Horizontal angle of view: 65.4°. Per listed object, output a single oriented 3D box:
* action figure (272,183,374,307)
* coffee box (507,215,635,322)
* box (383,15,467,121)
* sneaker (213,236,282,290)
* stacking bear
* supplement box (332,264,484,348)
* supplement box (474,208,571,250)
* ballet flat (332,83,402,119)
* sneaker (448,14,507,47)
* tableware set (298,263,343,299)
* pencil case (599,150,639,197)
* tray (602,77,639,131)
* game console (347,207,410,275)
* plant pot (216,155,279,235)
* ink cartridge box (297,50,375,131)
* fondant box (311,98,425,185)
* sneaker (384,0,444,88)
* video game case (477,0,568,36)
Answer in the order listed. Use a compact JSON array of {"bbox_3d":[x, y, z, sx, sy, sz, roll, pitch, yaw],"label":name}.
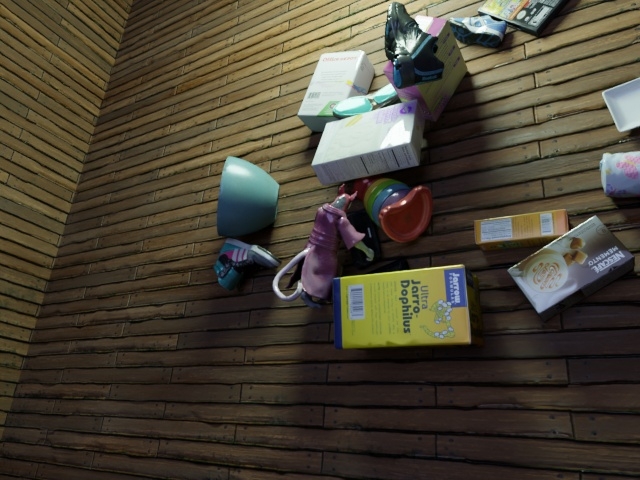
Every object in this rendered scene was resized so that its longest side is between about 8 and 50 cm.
[{"bbox_3d":[0.000,0.000,1.517,0.248,0.275,0.371,26,100,47],"label":"action figure"},{"bbox_3d":[0.615,0.073,1.231,0.246,0.098,0.141,-35,54,15],"label":"coffee box"},{"bbox_3d":[0.344,-0.551,1.611,0.117,0.243,0.214,29,86,38],"label":"box"},{"bbox_3d":[-0.278,0.100,1.776,0.295,0.123,0.179,14,71,45],"label":"sneaker"},{"bbox_3d":[0.202,-0.131,1.561,0.175,0.164,0.289,-33,40,-6],"label":"stacking bear"},{"bbox_3d":[0.233,0.190,1.333,0.356,0.194,0.196,-8,75,26],"label":"supplement box"},{"bbox_3d":[0.541,-0.024,1.340,0.233,0.078,0.080,-5,68,32],"label":"supplement box"},{"bbox_3d":[0.181,-0.463,1.738,0.280,0.096,0.095,-19,60,2],"label":"ballet flat"},{"bbox_3d":[0.528,-0.715,1.685,0.211,0.080,0.081,32,81,29],"label":"sneaker"},{"bbox_3d":[-0.003,0.112,1.647,0.168,0.020,0.141,38,98,45],"label":"tableware set"},{"bbox_3d":[0.829,-0.172,1.202,0.272,0.113,0.124,-4,57,31],"label":"pencil case"},{"bbox_3d":[0.907,-0.382,1.304,0.270,0.030,0.145,-19,58,25],"label":"tray"},{"bbox_3d":[0.162,0.055,1.568,0.213,0.044,0.362,-24,59,21],"label":"game console"},{"bbox_3d":[-0.254,-0.147,1.815,0.195,0.290,0.291,8,68,-3],"label":"plant pot"},{"bbox_3d":[0.062,-0.556,1.875,0.201,0.117,0.278,11,75,36],"label":"ink cartridge box"},{"bbox_3d":[0.157,-0.314,1.603,0.330,0.096,0.238,-8,44,26],"label":"fondant box"},{"bbox_3d":[0.267,-0.574,1.465,0.139,0.125,0.341,-5,60,0],"label":"sneaker"},{"bbox_3d":[0.704,-0.823,1.642,0.275,0.035,0.248,-49,52,5],"label":"video game case"}]
